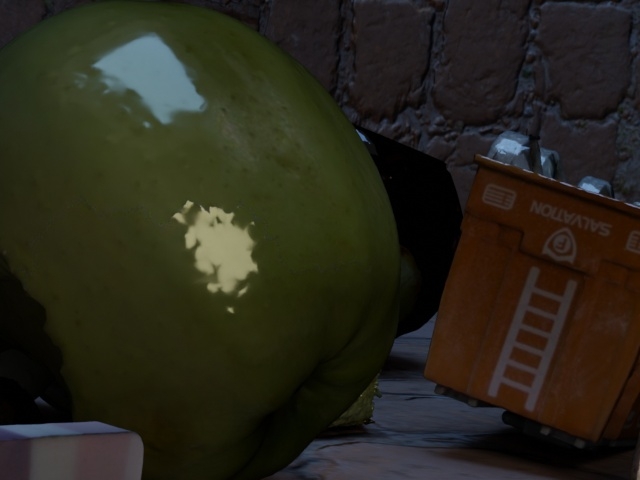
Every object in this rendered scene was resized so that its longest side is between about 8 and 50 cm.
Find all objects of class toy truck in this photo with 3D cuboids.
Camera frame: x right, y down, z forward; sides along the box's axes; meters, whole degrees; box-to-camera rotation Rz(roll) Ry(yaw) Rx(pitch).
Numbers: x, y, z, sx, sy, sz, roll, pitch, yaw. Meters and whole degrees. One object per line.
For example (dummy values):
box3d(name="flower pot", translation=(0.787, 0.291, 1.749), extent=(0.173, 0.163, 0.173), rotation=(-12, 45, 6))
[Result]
box3d(name="toy truck", translation=(0.213, 0.054, 1.362), extent=(0.173, 0.206, 0.387), rotation=(19, 2, 22))

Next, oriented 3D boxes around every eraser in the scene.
box3d(name="eraser", translation=(-0.122, 0.112, 0.776), extent=(0.026, 0.065, 0.105), rotation=(11, 4, 38))

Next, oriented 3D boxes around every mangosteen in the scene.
box3d(name="mangosteen", translation=(0.002, -0.004, 1.707), extent=(0.288, 0.233, 0.287), rotation=(29, 4, -2))

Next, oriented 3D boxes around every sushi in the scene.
box3d(name="sushi", translation=(-0.202, 0.093, 0.994), extent=(0.060, 0.061, 0.118), rotation=(-22, -5, 31))

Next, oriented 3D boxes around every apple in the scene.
box3d(name="apple", translation=(-0.083, 0.005, 0.995), extent=(0.279, 0.279, 0.279), rotation=(7, 3, 0))

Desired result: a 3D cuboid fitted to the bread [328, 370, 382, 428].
box3d(name="bread", translation=(-0.020, 0.096, 1.295), extent=(0.128, 0.069, 0.140), rotation=(10, 5, 37))

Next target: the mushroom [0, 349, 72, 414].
box3d(name="mushroom", translation=(-0.176, 0.059, 1.178), extent=(0.154, 0.122, 0.154), rotation=(39, -19, 16))

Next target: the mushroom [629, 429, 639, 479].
box3d(name="mushroom", translation=(0.282, 0.101, 1.005), extent=(0.236, 0.162, 0.173), rotation=(7, 1, 34))
